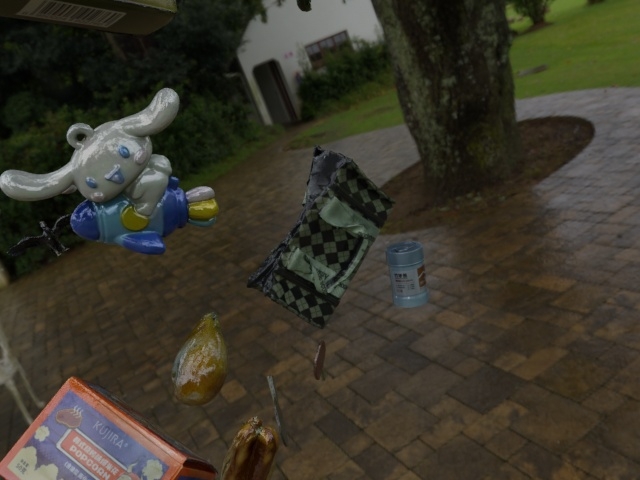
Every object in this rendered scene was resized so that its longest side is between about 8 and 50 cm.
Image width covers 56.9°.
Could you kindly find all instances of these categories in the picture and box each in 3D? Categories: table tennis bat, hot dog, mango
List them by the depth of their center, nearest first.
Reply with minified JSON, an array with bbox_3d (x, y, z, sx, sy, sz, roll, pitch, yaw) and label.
[{"bbox_3d":[0.001,0.300,1.426,0.013,0.156,0.087,7,56,12],"label":"table tennis bat"},{"bbox_3d":[-0.193,0.603,1.574,0.135,0.337,0.100,13,22,-7],"label":"hot dog"},{"bbox_3d":[-0.354,0.346,1.748,0.193,0.146,0.316,-44,31,27],"label":"mango"},{"bbox_3d":[-0.140,0.562,1.951,0.022,0.234,0.131,-16,-22,0],"label":"table tennis bat"}]

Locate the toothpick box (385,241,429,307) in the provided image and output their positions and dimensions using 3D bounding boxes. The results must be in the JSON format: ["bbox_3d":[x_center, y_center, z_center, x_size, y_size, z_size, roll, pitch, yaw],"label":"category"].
[{"bbox_3d":[0.233,0.089,1.574,0.101,0.153,0.101,-11,15,3],"label":"toothpick box"}]

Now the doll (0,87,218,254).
[{"bbox_3d":[-0.404,-0.100,1.258,0.376,0.365,0.187,-17,44,13],"label":"doll"}]

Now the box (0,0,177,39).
[{"bbox_3d":[-0.461,-0.587,1.008,0.138,0.420,0.373,-8,2,38],"label":"box"}]

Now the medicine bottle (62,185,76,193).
[{"bbox_3d":[-0.786,-0.170,1.821,0.052,0.052,0.089,-23,5,-3],"label":"medicine bottle"}]

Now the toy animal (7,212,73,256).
[{"bbox_3d":[-0.732,-0.007,1.603,0.220,0.108,0.062,-40,33,-26],"label":"toy animal"}]

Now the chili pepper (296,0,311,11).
[{"bbox_3d":[-0.005,-0.699,1.386,0.076,0.359,0.084,7,51,-17],"label":"chili pepper"}]

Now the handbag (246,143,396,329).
[{"bbox_3d":[0.000,0.000,1.514,0.180,0.317,0.416,27,87,32],"label":"handbag"}]

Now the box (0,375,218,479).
[{"bbox_3d":[-0.472,0.535,1.380,0.349,0.318,0.257,29,70,18],"label":"box"}]
